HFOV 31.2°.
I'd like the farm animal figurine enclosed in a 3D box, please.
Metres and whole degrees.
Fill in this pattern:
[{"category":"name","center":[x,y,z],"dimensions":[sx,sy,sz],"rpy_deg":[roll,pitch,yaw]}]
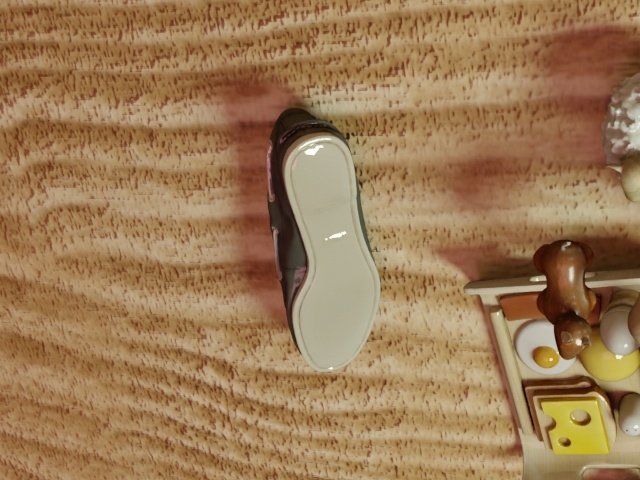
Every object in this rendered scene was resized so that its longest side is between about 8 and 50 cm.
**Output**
[{"category":"farm animal figurine","center":[0.378,0.041,1.086],"dimensions":[0.330,0.172,0.326],"rpy_deg":[23,103,4]}]

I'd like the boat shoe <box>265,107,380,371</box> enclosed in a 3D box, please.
[{"category":"boat shoe","center":[0.000,0.000,1.332],"dimensions":[0.112,0.095,0.335],"rpy_deg":[-14,126,-11]}]

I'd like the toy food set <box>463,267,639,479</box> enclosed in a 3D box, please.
[{"category":"toy food set","center":[0.303,0.167,1.301],"dimensions":[0.220,0.092,0.306],"rpy_deg":[-6,118,25]}]
